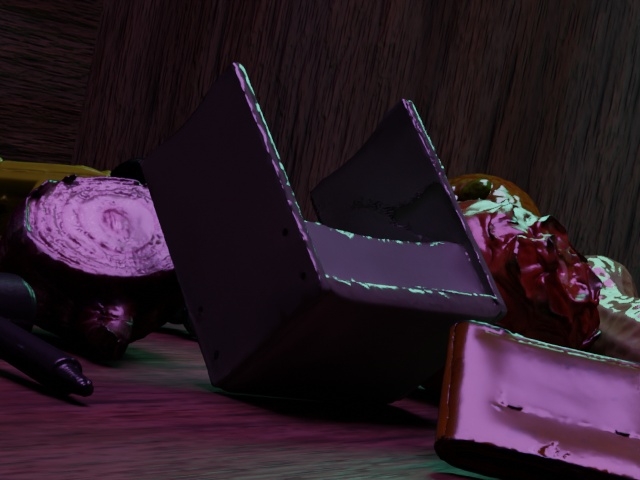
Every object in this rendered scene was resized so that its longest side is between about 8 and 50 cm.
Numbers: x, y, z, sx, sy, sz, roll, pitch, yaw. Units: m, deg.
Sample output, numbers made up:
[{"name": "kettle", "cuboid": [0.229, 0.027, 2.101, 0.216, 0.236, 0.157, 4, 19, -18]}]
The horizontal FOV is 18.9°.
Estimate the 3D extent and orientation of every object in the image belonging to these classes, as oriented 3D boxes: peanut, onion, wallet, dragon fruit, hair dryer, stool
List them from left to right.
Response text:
[{"name": "hair dryer", "cuboid": [-0.249, 0.081, 1.608, 0.114, 0.070, 0.248, 8, 8, -45]}, {"name": "onion", "cuboid": [-0.210, 0.047, 1.845, 0.195, 0.140, 0.218, 10, 40, -24]}, {"name": "stool", "cuboid": [0.000, 0.000, 1.824, 0.244, 0.170, 0.269, 9, 49, -43]}, {"name": "dragon fruit", "cuboid": [0.174, 0.065, 2.029, 0.252, 0.240, 0.241, 4, 1, 15]}, {"name": "wallet", "cuboid": [0.195, 0.147, 1.607, 0.196, 0.042, 0.161, 12, 36, 1]}, {"name": "peanut", "cuboid": [0.346, 0.108, 2.185, 0.120, 0.136, 0.298, 54, -1, -33]}]

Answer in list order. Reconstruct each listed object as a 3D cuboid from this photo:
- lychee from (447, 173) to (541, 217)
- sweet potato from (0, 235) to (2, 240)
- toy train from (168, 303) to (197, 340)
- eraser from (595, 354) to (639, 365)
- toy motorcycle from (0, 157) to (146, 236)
[{"name": "lychee", "cuboid": [0.194, 0.019, 2.674, 0.255, 0.300, 0.255, -12, 35, 9]}, {"name": "sweet potato", "cuboid": [-0.341, 0.032, 2.057, 0.270, 0.074, 0.075, 15, 3, -1]}, {"name": "toy train", "cuboid": [-0.076, 0.037, 2.157, 0.253, 0.157, 0.105, 10, 4, -29]}, {"name": "eraser", "cuboid": [0.336, 0.173, 1.806, 0.404, 0.098, 0.096, 11, 2, -27]}, {"name": "toy motorcycle", "cuboid": [-0.298, -0.017, 2.259, 0.342, 0.206, 0.142, 3, 31, 22]}]
